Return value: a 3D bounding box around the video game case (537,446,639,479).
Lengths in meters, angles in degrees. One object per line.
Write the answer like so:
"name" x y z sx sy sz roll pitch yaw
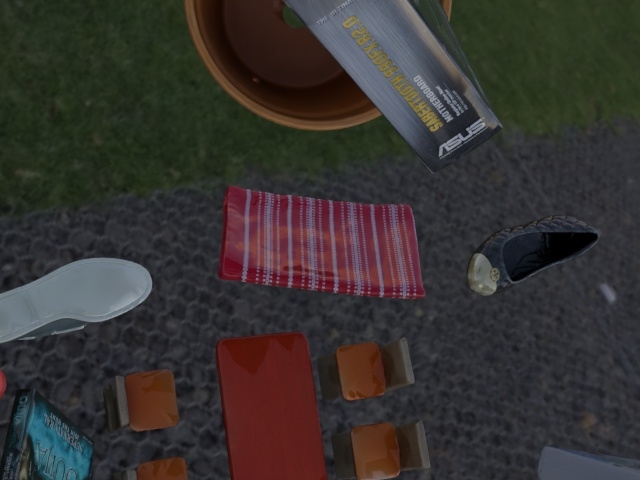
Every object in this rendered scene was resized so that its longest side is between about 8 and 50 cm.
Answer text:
"video game case" 0.417 0.252 0.928 0.300 0.329 0.036 16 84 -38

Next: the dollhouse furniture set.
"dollhouse furniture set" -0.034 0.206 0.858 0.262 0.135 0.259 -5 77 -17

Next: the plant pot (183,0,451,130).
"plant pot" -0.015 -0.274 1.182 0.291 0.291 0.203 48 -2 -11

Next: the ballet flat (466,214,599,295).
"ballet flat" 0.211 0.010 1.026 0.173 0.049 0.057 -23 107 -35

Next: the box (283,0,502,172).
"box" 0.021 -0.178 0.653 0.183 0.056 0.231 41 23 -42

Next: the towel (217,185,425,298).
"towel" 0.000 0.000 1.390 0.275 0.031 0.199 6 37 -4

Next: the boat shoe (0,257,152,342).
"boat shoe" -0.466 0.110 1.862 0.319 0.099 0.116 -17 85 -13

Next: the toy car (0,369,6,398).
"toy car" -0.571 0.146 1.425 0.239 0.053 0.225 51 32 15

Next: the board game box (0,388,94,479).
"board game box" -0.335 0.276 1.263 0.186 0.026 0.126 67 23 -57
